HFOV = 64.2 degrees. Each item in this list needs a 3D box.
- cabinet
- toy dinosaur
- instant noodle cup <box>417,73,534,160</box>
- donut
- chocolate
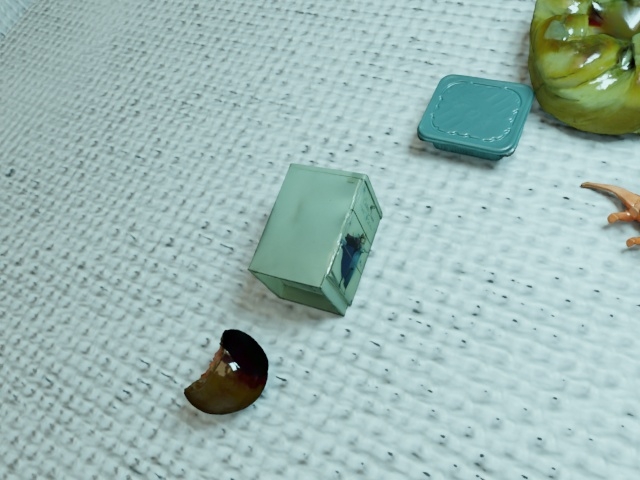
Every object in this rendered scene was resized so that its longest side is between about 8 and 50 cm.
[{"bbox_3d":[0.000,0.000,0.880,0.150,0.145,0.206,12,70,23],"label":"cabinet"},{"bbox_3d":[0.515,-0.017,0.768,0.101,0.055,0.279,-22,55,-19],"label":"toy dinosaur"},{"bbox_3d":[0.284,-0.219,0.936,0.179,0.070,0.157,18,70,26],"label":"instant noodle cup"},{"bbox_3d":[0.532,-0.354,0.865,0.360,0.170,0.360,-7,65,16],"label":"donut"},{"bbox_3d":[-0.160,0.225,0.843,0.133,0.124,0.127,-47,59,28],"label":"chocolate"}]
